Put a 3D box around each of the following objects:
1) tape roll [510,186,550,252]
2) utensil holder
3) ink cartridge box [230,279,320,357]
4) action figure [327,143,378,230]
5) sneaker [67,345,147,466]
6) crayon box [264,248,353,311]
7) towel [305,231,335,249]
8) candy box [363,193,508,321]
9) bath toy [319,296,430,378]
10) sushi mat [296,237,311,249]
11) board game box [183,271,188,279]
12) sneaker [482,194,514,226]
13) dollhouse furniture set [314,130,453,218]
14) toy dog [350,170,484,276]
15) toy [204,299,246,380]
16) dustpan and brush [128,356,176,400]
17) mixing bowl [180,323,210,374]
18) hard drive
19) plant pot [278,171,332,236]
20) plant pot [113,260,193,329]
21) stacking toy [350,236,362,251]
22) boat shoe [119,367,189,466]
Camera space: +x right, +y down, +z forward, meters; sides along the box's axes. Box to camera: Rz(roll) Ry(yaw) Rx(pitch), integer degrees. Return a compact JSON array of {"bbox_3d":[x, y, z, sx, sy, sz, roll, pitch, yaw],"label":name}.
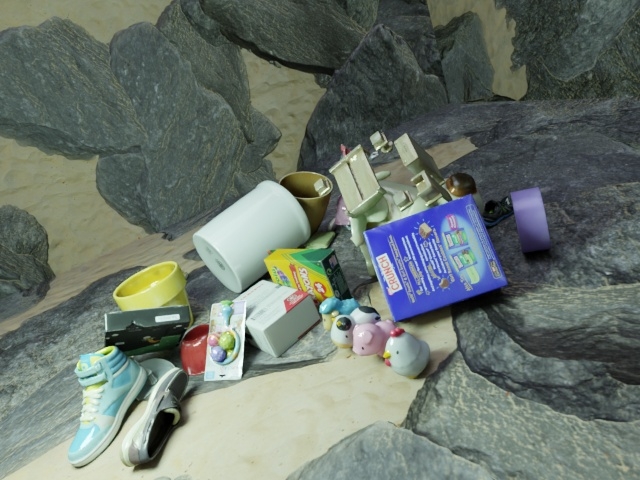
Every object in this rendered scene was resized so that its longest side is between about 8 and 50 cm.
[{"bbox_3d":[0.631,-0.061,1.336,0.080,0.189,0.189,-12,23,24],"label":"tape roll"},{"bbox_3d":[-0.286,-0.013,1.866,0.385,0.328,0.327,-41,28,-26],"label":"utensil holder"},{"bbox_3d":[-0.167,0.244,1.449,0.197,0.114,0.272,-36,27,-31],"label":"ink cartridge box"},{"bbox_3d":[0.135,-0.255,2.002,0.275,0.371,0.248,-9,25,24],"label":"action figure"},{"bbox_3d":[-0.649,0.443,1.259,0.127,0.208,0.319,-11,35,21],"label":"sneaker"},{"bbox_3d":[-0.062,0.133,1.501,0.318,0.202,0.081,-1,29,43],"label":"crayon box"},{"bbox_3d":[0.000,0.000,1.970,0.109,0.027,0.148,-1,27,20],"label":"towel"},{"bbox_3d":[0.311,0.053,1.248,0.316,0.269,0.122,-19,-12,5],"label":"candy box"},{"bbox_3d":[0.129,0.242,1.159,0.151,0.129,0.348,-41,27,-17],"label":"bath toy"},{"bbox_3d":[-0.186,0.060,2.035,0.316,0.019,0.151,-19,21,5],"label":"sushi mat"},{"bbox_3d":[-0.726,0.237,2.099,0.136,0.030,0.260,-15,22,9],"label":"board game box"},{"bbox_3d":[0.645,-0.119,1.613,0.188,0.078,0.067,-32,24,-27],"label":"sneaker"},{"bbox_3d":[0.190,-0.140,1.386,0.355,0.173,0.304,-36,51,26],"label":"dollhouse furniture set"},{"bbox_3d":[0.336,-0.078,1.495,0.407,0.285,0.396,-8,45,16],"label":"toy dog"},{"bbox_3d":[-0.299,0.296,1.344,0.136,0.056,0.238,-11,62,25],"label":"toy"},{"bbox_3d":[-0.590,0.430,1.468,0.211,0.060,0.147,3,32,47],"label":"dustpan and brush"},{"bbox_3d":[-0.383,0.339,1.447,0.181,0.098,0.181,-17,22,7],"label":"mixing bowl"},{"bbox_3d":[-0.558,0.294,1.411,0.236,0.064,0.339,-3,-26,-26],"label":"hard drive"},{"bbox_3d":[-0.073,-0.144,2.016,0.236,0.255,0.237,3,36,-2],"label":"plant pot"},{"bbox_3d":[-0.609,0.243,1.686,0.253,0.239,0.254,-18,21,7],"label":"plant pot"},{"bbox_3d":[0.283,-0.035,1.780,0.279,0.130,0.309,-48,20,2],"label":"stacking toy"},{"bbox_3d":[-0.416,0.464,1.186,0.092,0.103,0.285,-7,29,20],"label":"boat shoe"}]
